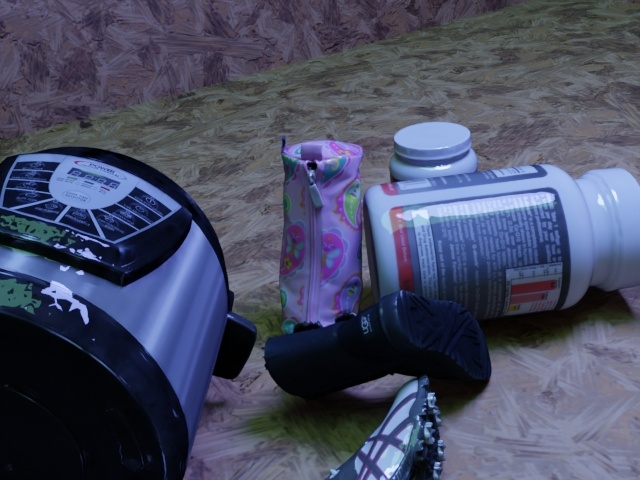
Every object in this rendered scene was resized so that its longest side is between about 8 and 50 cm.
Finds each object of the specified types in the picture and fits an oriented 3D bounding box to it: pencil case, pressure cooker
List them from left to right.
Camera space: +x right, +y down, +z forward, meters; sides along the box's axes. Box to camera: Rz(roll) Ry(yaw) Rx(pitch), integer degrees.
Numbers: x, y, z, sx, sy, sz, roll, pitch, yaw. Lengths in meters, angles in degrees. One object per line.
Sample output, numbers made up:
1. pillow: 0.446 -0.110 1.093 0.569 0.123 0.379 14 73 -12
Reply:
1. pressure cooker: -0.298 0.094 0.826 0.375 0.370 0.420 -19 25 13
2. pencil case: 0.000 0.000 1.011 0.124 0.284 0.124 1 15 0

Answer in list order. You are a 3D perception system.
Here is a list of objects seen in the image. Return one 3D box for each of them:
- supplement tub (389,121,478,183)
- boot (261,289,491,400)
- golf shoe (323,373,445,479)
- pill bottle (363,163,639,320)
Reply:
1. supplement tub: 0.188 -0.082 1.206 0.144 0.200 0.144 -6 28 3
2. boot: 0.073 0.142 0.909 0.207 0.246 0.094 -23 60 33
3. golf shoe: 0.064 0.237 0.756 0.120 0.105 0.273 -5 27 20
4. pill bottle: 0.251 0.005 1.023 0.363 0.210 0.210 -7 28 0
